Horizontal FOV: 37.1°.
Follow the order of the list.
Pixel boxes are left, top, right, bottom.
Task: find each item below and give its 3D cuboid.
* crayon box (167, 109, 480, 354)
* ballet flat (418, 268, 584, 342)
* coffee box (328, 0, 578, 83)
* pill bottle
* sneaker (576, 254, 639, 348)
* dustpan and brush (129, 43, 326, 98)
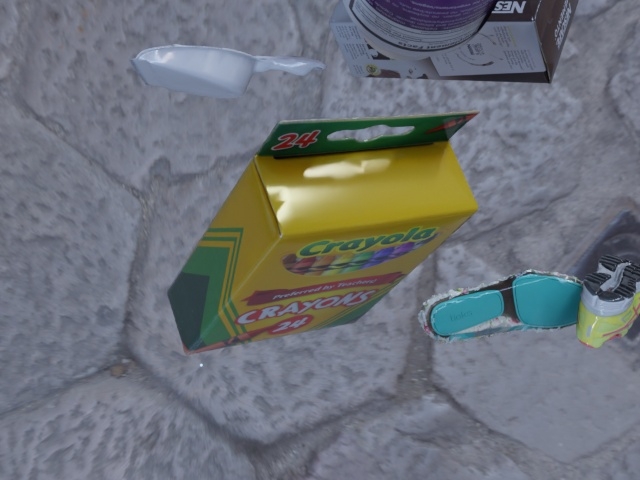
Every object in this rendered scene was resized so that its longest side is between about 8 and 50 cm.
[{"bbox_3d":[0.000,0.000,0.877,0.202,0.318,0.081,-8,67,-28],"label":"crayon box"},{"bbox_3d":[0.246,0.085,1.288,0.241,0.077,0.091,-4,92,-7],"label":"ballet flat"},{"bbox_3d":[0.186,-0.319,1.322,0.297,0.119,0.168,8,59,30],"label":"coffee box"},{"bbox_3d":[0.117,-0.311,1.004,0.182,0.323,0.181,1,77,-5],"label":"pill bottle"},{"bbox_3d":[0.378,0.081,1.235,0.081,0.208,0.094,25,114,32],"label":"sneaker"},{"bbox_3d":[-0.101,-0.199,1.104,0.211,0.147,0.060,12,87,-2],"label":"dustpan and brush"}]
